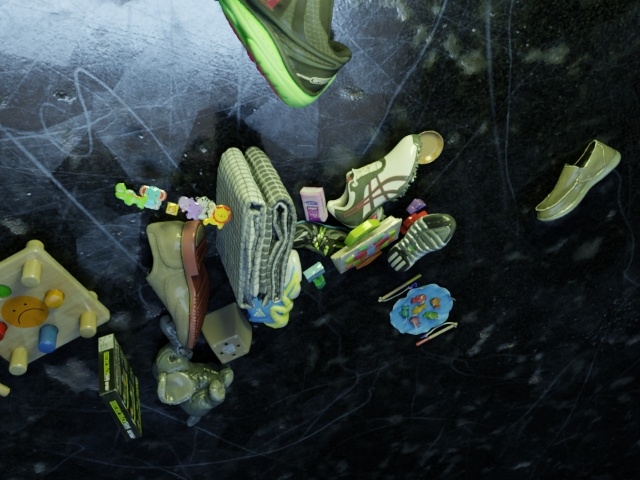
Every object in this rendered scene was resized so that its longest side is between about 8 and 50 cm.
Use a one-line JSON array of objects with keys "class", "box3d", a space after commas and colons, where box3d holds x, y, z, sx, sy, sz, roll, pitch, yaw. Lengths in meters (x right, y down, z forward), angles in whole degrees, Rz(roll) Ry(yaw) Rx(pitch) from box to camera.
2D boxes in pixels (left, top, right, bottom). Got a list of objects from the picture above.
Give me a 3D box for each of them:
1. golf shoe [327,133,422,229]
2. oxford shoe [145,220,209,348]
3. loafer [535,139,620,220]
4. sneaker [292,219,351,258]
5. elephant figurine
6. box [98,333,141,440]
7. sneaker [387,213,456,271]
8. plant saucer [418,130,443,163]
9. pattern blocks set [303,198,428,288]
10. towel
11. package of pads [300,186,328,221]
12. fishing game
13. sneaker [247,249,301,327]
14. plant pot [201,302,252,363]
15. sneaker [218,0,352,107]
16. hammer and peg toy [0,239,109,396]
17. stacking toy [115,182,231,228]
[{"class": "golf shoe", "box3d": [0.126, -0.132, 1.379, 0.120, 0.105, 0.273, 26, 118, -17]}, {"class": "oxford shoe", "box3d": [-0.331, 0.101, 1.416, 0.130, 0.123, 0.348, 6, 119, 1]}, {"class": "loafer", "box3d": [0.632, -0.153, 1.548, 0.087, 0.094, 0.251, 43, 96, -11]}, {"class": "sneaker", "box3d": [0.000, 0.000, 1.454, 0.188, 0.078, 0.067, 6, 123, -21]}, {"class": "elephant figurine", "box3d": [-0.358, 0.334, 1.559, 0.239, 0.186, 0.169, 33, 144, -23]}, {"class": "box", "box3d": [-0.487, 0.354, 1.490, 0.045, 0.191, 0.184, -15, 129, -9]}, {"class": "sneaker", "box3d": [0.266, -0.016, 1.496, 0.132, 0.086, 0.228, -30, 172, -42]}, {"class": "plant saucer", "box3d": [0.241, -0.216, 1.411, 0.083, 0.015, 0.083, -9, 127, -11]}, {"class": "pattern blocks set", "box3d": [0.111, 0.012, 1.432, 0.324, 0.026, 0.285, -36, 163, 6]}, {"class": "towel", "box3d": [-0.137, -0.026, 1.295, 0.121, 0.235, 0.284, -7, 127, -20]}, {"class": "package of pads", "box3d": [-0.014, -0.084, 1.408, 0.050, 0.032, 0.083, 5, 131, 20]}, {"class": "fishing game", "box3d": [0.289, 0.202, 1.721, 0.189, 0.041, 0.264, -30, 129, 8]}, {"class": "sneaker", "box3d": [-0.124, 0.124, 1.499, 0.126, 0.091, 0.240, 2, 125, -18]}, {"class": "plant pot", "box3d": [-0.234, 0.242, 1.547, 0.109, 0.096, 0.109, -24, 129, 0]}, {"class": "sneaker", "box3d": [-0.088, -0.453, 1.047, 0.202, 0.185, 0.483, -35, 139, 0]}, {"class": "hammer and peg toy", "box3d": [-0.682, 0.177, 1.339, 0.361, 0.127, 0.266, -29, 130, 4]}, {"class": "stacking toy", "box3d": [-0.304, -0.080, 1.245, 0.221, 0.167, 0.052, 15, 92, -22]}]
